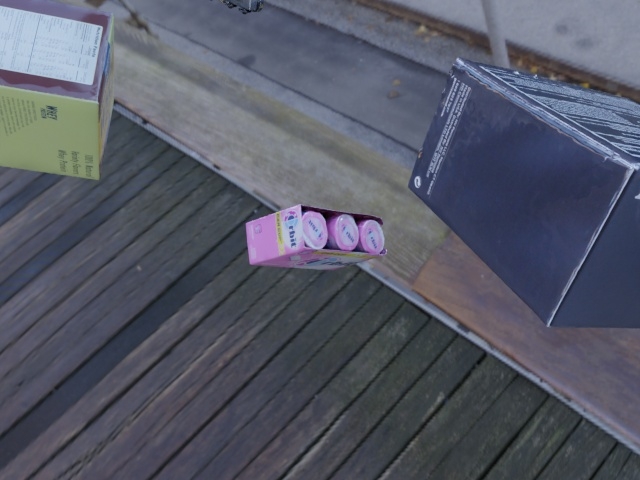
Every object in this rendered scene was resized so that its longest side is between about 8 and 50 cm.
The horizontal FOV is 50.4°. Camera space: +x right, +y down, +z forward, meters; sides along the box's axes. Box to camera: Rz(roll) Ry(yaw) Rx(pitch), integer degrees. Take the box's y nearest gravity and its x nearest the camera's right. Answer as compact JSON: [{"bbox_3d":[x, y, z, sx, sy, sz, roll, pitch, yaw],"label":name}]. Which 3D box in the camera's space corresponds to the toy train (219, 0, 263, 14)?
[{"bbox_3d":[-0.125,-0.291,0.776,0.158,0.027,0.036,31,30,28],"label":"toy train"}]

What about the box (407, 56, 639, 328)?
[{"bbox_3d":[0.307,-0.052,0.761,0.296,0.182,0.294,5,28,-26],"label":"box"}]

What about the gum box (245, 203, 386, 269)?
[{"bbox_3d":[0.000,0.000,0.975,0.107,0.188,0.062,-17,75,40],"label":"gum box"}]

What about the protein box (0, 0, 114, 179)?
[{"bbox_3d":[-0.375,-0.194,0.867,0.201,0.200,0.135,8,65,-14],"label":"protein box"}]
